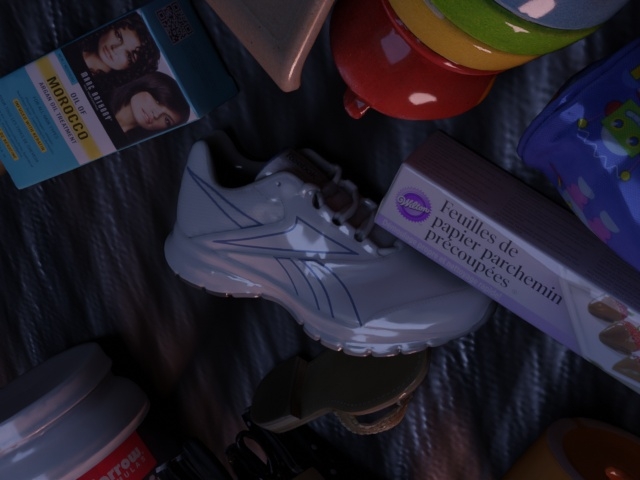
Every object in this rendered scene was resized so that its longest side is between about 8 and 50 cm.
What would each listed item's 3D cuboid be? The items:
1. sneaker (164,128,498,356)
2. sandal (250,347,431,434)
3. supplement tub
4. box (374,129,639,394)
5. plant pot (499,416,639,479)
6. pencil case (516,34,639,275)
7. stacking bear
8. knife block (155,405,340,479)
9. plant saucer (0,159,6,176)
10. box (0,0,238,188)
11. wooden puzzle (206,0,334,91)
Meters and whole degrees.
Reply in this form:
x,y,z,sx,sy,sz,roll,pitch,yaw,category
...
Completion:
x,y,z,sx,sy,sz,roll,pitch,yaw,category
0.000,0.000,0.898,0.297,0.111,0.129,17,120,22,sneaker
0.039,0.131,0.990,0.079,0.088,0.240,29,147,-29,sandal
-0.224,0.261,1.146,0.191,0.191,0.272,-20,106,40,supplement tub
0.195,0.037,0.820,0.324,0.067,0.063,33,131,10,box
0.195,0.250,0.880,0.205,0.205,0.188,29,115,15,plant pot
0.255,0.017,0.703,0.119,0.133,0.306,-38,83,7,pencil case
0.106,-0.170,0.688,0.164,0.175,0.289,24,149,-18,stacking bear
-0.035,0.285,1.016,0.242,0.275,0.088,14,131,-11,knife block
-0.343,-0.096,1.115,0.083,0.015,0.083,16,126,23,plant saucer
-0.193,-0.125,0.970,0.244,0.060,0.100,-16,109,39,box
-0.042,-0.318,0.695,0.322,0.080,0.348,51,140,22,wooden puzzle
